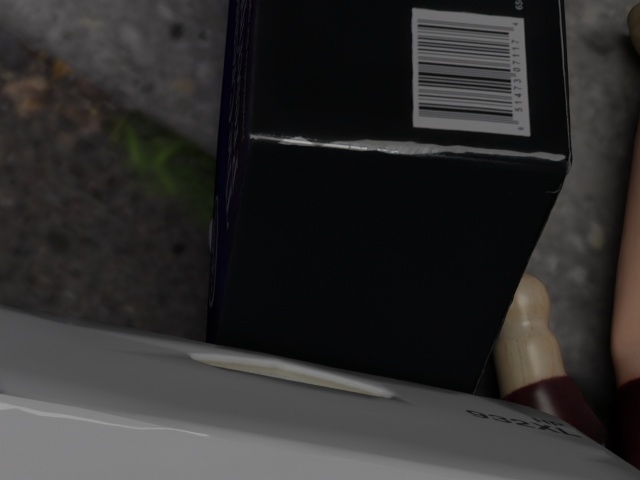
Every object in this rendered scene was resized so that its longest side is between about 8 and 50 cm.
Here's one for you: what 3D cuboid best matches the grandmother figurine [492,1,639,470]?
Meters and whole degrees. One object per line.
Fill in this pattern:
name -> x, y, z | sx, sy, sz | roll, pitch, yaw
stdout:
grandmother figurine -> 0.166, 0.069, 0.748 | 0.208, 0.104, 0.342 | 10, 72, 18

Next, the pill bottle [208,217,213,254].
pill bottle -> 0.000, 0.000, 0.751 | 0.083, 0.043, 0.043 | -15, 77, -18

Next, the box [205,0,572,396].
box -> 0.018, -0.083, 0.671 | 0.103, 0.184, 0.261 | 4, 56, -3

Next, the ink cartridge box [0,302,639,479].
ink cartridge box -> -0.037, 0.194, 0.565 | 0.223, 0.129, 0.307 | 12, 95, -18
